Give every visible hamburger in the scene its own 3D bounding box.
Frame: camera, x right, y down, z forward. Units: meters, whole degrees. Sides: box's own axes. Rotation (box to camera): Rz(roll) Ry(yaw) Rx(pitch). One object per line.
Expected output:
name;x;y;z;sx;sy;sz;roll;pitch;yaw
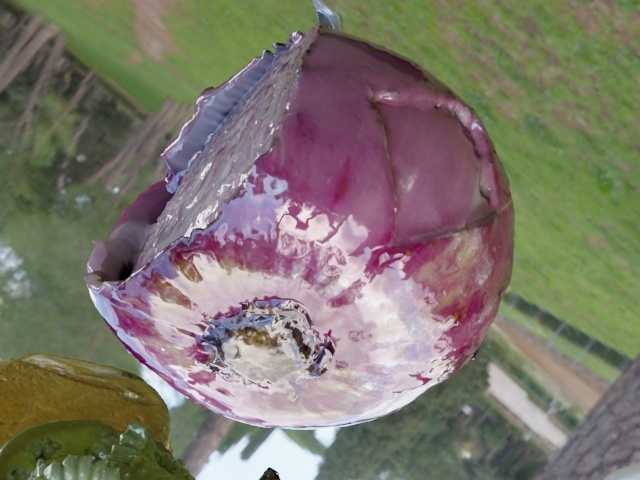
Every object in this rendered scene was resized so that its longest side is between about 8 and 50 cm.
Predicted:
hamburger;-0.359;0.290;1.348;0.304;0.174;0.284;14;-150;1

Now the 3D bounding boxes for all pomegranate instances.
pomegranate;-0.236;0.305;1.085;0.260;0.260;0.340;41;-163;2

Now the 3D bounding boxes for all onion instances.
onion;-0.001;0.008;0.506;0.200;0.207;0.200;45;-172;-8

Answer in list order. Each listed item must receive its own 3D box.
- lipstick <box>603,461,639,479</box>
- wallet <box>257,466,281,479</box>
lipstick;0.206;0.127;0.544;0.038;0.038;0.131;41;144;-3
wallet;-0.067;0.265;0.774;0.030;0.166;0.111;22;-168;4
